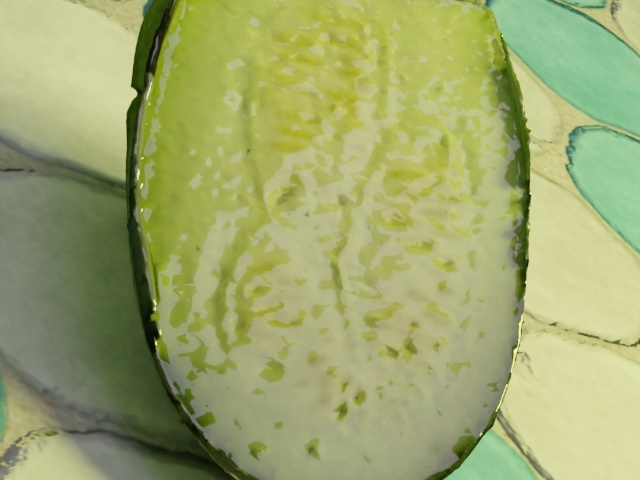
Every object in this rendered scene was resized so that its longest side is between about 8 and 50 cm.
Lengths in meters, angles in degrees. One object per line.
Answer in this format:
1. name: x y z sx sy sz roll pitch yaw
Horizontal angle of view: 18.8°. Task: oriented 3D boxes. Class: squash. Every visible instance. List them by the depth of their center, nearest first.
1. squash: 0.000 0.000 1.093 0.234 0.210 0.309 11 29 -10
